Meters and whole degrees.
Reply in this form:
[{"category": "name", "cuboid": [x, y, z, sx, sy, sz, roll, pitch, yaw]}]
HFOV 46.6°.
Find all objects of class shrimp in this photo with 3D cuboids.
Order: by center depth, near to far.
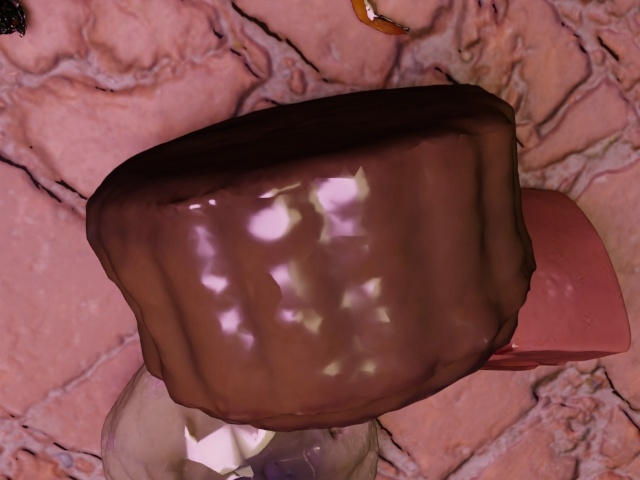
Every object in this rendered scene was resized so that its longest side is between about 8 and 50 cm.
[{"category": "shrimp", "cuboid": [0.087, -0.235, 0.667, 0.127, 0.025, 0.091, -11, 108, -1]}]

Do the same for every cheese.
[{"category": "cheese", "cuboid": [0.186, 0.065, 0.690, 0.128, 0.177, 0.203, 4, 105, -10]}]

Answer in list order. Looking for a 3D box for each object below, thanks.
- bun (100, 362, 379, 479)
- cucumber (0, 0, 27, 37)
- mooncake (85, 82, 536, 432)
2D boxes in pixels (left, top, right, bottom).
[{"category": "bun", "cuboid": [-0.076, 0.206, 0.699, 0.273, 0.168, 0.273, -5, 114, -11]}, {"category": "cucumber", "cuboid": [-0.329, -0.205, 0.600, 0.181, 0.053, 0.053, 17, 103, -15]}, {"category": "mooncake", "cuboid": [-0.001, -0.001, 0.569, 0.324, 0.324, 0.187, -16, 109, -4]}]
